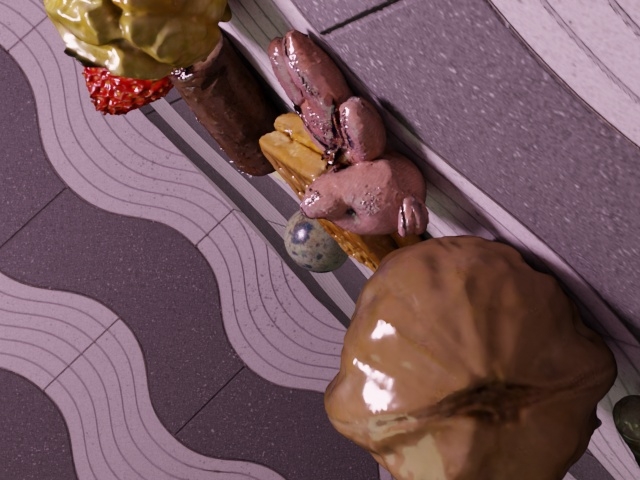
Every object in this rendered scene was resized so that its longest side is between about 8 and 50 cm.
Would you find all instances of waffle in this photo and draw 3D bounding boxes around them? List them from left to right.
[{"bbox_3d":[0.050,-0.056,1.440,0.327,0.098,0.224,53,171,-37],"label":"waffle"}]

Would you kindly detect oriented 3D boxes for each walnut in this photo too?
[{"bbox_3d":[0.181,0.163,1.120,0.383,0.383,0.383,44,172,8],"label":"walnut"}]

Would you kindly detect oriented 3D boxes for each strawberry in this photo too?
[{"bbox_3d":[-0.402,-0.390,1.953,0.178,0.233,0.234,9,154,26],"label":"strawberry"}]

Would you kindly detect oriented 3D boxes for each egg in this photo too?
[{"bbox_3d":[0.000,0.000,1.845,0.141,0.141,0.182,42,180,27],"label":"egg"}]

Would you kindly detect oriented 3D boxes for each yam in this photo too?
[{"bbox_3d":[-0.152,-0.228,1.491,0.131,0.131,0.279,39,171,41],"label":"yam"},{"bbox_3d":[0.476,0.311,1.204,0.071,0.067,0.317,17,155,47],"label":"yam"}]

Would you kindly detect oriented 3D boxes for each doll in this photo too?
[{"bbox_3d":[0.009,-0.120,1.139,0.303,0.156,0.201,52,172,-13],"label":"doll"}]

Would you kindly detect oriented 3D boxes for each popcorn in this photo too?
[{"bbox_3d":[-0.244,-0.328,1.187,0.252,0.215,0.286,7,-154,-45],"label":"popcorn"}]

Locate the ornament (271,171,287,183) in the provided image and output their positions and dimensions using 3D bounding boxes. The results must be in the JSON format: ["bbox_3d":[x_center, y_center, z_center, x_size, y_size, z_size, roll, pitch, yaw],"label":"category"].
[{"bbox_3d":[-0.091,-0.177,1.714,0.180,0.059,0.201,37,171,42],"label":"ornament"}]
